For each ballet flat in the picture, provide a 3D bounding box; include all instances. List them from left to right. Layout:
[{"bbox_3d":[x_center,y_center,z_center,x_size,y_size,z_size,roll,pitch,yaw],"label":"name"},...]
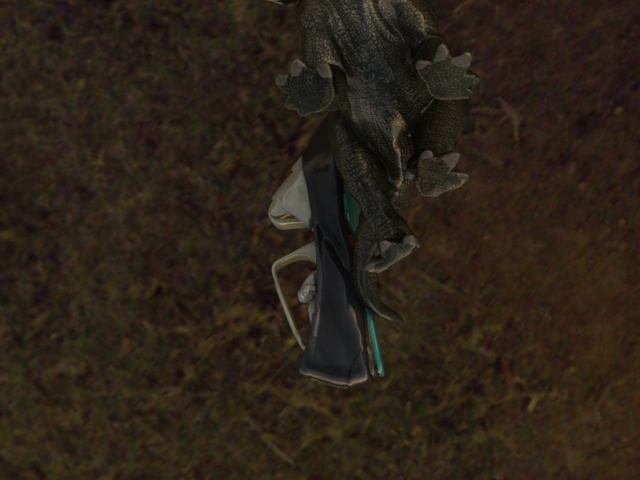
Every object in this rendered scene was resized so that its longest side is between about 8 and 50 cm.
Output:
[{"bbox_3d":[0.000,0.000,0.772,0.074,0.074,0.203,-21,67,42],"label":"ballet flat"}]

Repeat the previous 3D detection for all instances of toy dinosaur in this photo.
[{"bbox_3d":[0.036,-0.087,0.666,0.121,0.160,0.313,-17,127,13],"label":"toy dinosaur"}]

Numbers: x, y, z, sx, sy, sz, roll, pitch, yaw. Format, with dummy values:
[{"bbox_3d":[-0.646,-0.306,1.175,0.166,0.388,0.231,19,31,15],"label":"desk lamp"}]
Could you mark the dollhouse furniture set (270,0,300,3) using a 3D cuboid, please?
[{"bbox_3d":[0.016,-0.306,1.118,0.182,0.101,0.161,17,155,3],"label":"dollhouse furniture set"}]
